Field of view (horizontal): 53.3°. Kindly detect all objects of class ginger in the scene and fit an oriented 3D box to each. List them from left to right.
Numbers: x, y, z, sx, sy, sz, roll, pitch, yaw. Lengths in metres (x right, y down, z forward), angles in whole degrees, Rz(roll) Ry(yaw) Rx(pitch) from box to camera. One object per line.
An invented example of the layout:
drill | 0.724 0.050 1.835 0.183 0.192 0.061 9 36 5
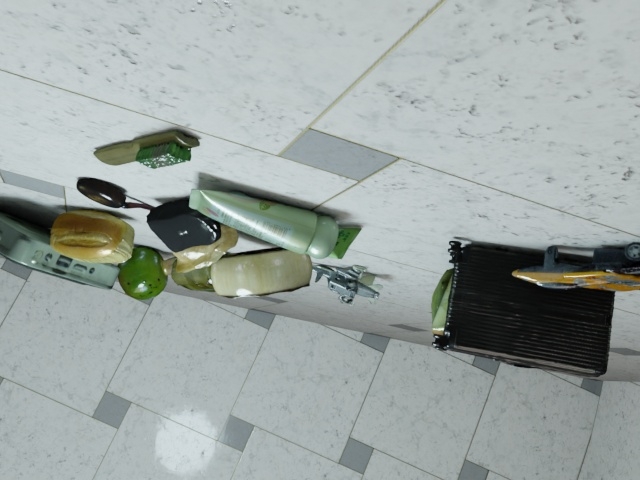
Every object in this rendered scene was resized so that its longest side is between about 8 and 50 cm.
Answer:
ginger | -0.296 -0.015 1.562 0.193 0.115 0.122 -18 123 22

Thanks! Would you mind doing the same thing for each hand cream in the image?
hand cream | -0.117 -0.040 1.298 0.306 0.093 0.147 15 166 -10
hand cream | 0.000 0.000 1.405 0.175 0.095 0.046 3 135 42

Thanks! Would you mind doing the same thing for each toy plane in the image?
toy plane | 0.047 0.119 1.849 0.262 0.088 0.192 14 140 1
toy plane | 0.516 0.055 1.174 0.316 0.102 0.204 10 167 36

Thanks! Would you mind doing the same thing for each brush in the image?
brush | -0.311 -0.147 1.106 0.283 0.048 0.054 0 160 45

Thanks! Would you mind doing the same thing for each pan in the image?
pan | -0.473 -0.092 1.490 0.115 0.040 0.212 8 167 38

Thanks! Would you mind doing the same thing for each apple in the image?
apple | 0.359 0.157 1.526 0.174 0.188 0.207 22 161 -24

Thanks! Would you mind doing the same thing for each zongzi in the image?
zongzi | -0.321 0.114 2.075 0.251 0.125 0.275 -3 167 44

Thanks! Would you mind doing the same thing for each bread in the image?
bread | -0.626 -0.012 1.737 0.237 0.139 0.106 4 163 21

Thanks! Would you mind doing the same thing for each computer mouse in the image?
computer mouse | -0.302 -0.039 1.452 0.217 0.073 0.122 -10 126 38

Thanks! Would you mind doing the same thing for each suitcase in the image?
suitcase | 0.416 0.144 1.311 0.336 0.229 0.152 9 170 14

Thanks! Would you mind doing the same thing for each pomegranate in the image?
pomegranate | -0.574 0.104 2.167 0.225 0.186 0.187 -15 165 2

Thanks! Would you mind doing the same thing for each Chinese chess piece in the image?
Chinese chess piece | -0.149 0.077 1.618 0.258 0.104 0.257 -7 -178 0

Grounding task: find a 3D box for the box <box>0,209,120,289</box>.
box | -0.864 0.017 1.945 0.397 0.111 0.396 23 175 30
